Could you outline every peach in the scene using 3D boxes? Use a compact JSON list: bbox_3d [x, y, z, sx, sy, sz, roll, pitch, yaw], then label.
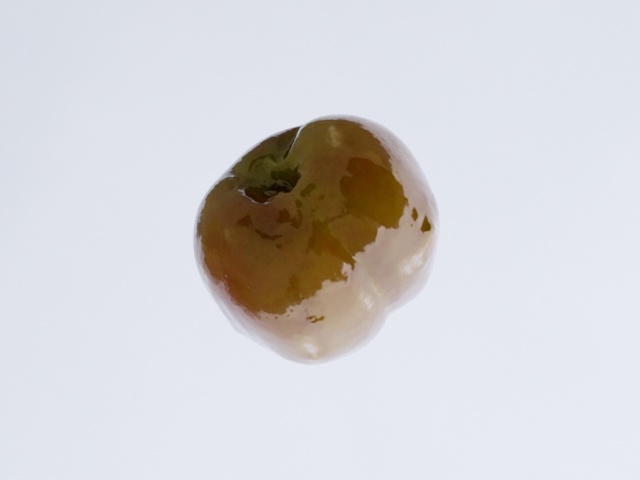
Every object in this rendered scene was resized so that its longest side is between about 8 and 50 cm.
[{"bbox_3d":[0.000,0.000,0.535,0.138,0.138,0.138,-18,-133,21],"label":"peach"}]
